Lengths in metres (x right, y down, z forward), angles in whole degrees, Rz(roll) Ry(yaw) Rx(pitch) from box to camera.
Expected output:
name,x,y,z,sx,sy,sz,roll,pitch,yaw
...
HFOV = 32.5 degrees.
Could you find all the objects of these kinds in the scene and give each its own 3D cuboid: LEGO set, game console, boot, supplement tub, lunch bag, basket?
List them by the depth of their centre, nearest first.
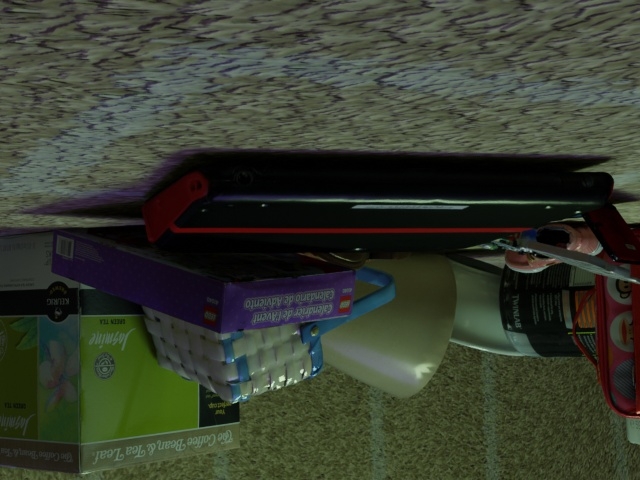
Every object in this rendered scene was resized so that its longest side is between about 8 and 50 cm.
name,x,y,z,sx,sy,sz,roll,pitch,yaw
game console,0.035,-0.035,1.074,0.387,0.060,0.342,-1,172,-17
game console,0.307,-0.005,1.300,0.085,0.124,0.144,-38,159,24
LEGO set,0.254,-0.004,1.311,0.244,0.060,0.182,15,179,40
boot,0.000,0.000,1.347,0.152,0.072,0.197,2,174,42
basket,-0.073,0.085,1.504,0.289,0.201,0.255,-24,-153,-39
lunch bag,0.513,0.121,1.662,0.258,0.293,0.120,-3,180,13
supplement tub,0.506,0.103,1.946,0.338,0.207,0.207,-4,175,36

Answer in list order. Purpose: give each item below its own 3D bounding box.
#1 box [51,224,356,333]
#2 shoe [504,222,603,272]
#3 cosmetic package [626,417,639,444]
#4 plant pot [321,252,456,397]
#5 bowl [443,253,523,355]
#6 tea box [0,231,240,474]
name,x,y,z,sx,sy,sz,roll,pitch,yaw
box,-0.135,0.035,1.235,0.293,0.057,0.201,15,-167,41
shoe,0.325,0.008,1.626,0.081,0.063,0.178,4,167,-40
cosmetic package,0.794,0.203,2.132,0.328,0.393,0.329,-2,175,-6
plant pot,0.045,0.111,1.848,0.274,0.256,0.256,16,169,-20
bowl,0.287,0.109,2.133,0.298,0.134,0.298,15,-171,-2
tea box,-0.300,0.158,1.600,0.220,0.323,0.329,-5,174,35
